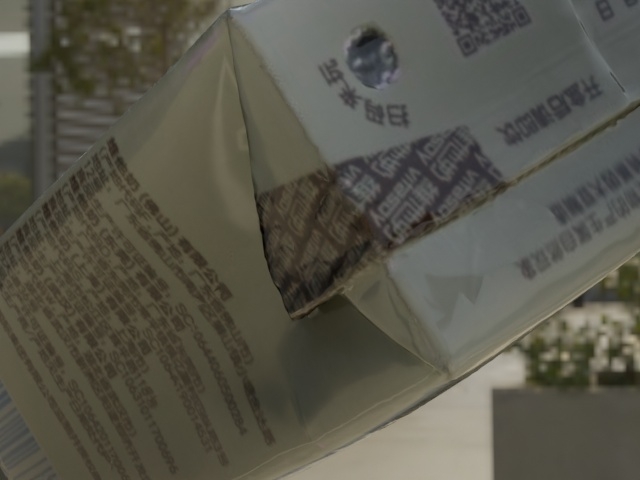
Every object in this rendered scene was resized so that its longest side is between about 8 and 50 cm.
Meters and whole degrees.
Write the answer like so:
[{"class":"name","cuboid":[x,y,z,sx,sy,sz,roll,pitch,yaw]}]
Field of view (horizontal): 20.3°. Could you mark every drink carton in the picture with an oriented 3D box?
[{"class":"drink carton","cuboid":[0.000,0.000,0.654,0.194,0.132,0.324,-31,-3,-34]}]
